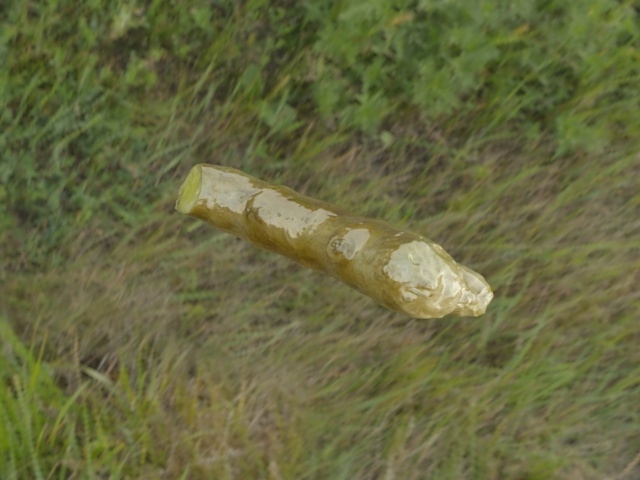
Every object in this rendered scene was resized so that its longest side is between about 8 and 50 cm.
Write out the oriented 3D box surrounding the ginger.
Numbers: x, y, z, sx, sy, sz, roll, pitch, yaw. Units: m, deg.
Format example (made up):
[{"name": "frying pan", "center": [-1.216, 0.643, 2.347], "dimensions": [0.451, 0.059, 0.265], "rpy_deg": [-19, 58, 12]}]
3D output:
[{"name": "ginger", "center": [0.002, -0.003, 1.198], "dimensions": [0.299, 0.118, 0.065], "rpy_deg": [23, 89, 29]}]
